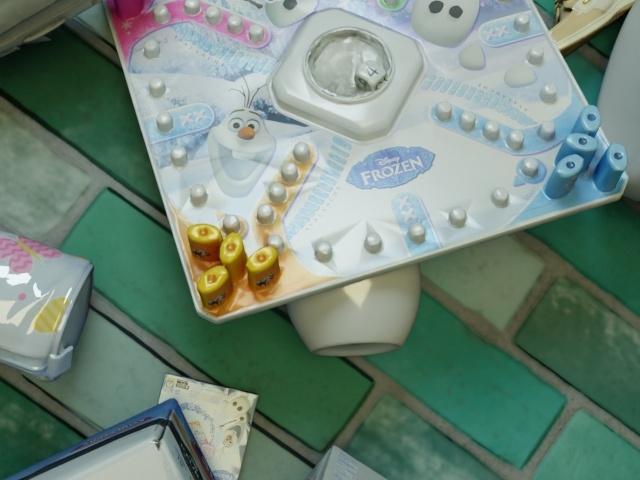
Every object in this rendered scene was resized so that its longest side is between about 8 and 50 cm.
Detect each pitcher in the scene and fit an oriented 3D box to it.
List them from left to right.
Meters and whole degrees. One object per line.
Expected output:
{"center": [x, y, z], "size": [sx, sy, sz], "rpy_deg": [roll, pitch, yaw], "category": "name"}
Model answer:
{"center": [0.000, 0.000, 0.874], "size": [0.178, 0.125, 0.207], "rpy_deg": [-3, 75, -3], "category": "pitcher"}

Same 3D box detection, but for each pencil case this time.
{"center": [-0.335, 0.033, 0.820], "size": [0.273, 0.124, 0.113], "rpy_deg": [18, 117, -7], "category": "pencil case"}

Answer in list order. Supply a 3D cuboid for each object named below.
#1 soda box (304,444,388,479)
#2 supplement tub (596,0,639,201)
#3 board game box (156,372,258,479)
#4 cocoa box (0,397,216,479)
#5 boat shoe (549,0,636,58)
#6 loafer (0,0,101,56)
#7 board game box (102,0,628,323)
{"center": [0.096, 0.312, 0.850], "size": [0.286, 0.091, 0.098], "rpy_deg": [33, 114, -3], "category": "soda box"}
{"center": [0.453, -0.117, 0.879], "size": [0.331, 0.241, 0.241], "rpy_deg": [15, 83, -6], "category": "supplement tub"}
{"center": [-0.112, 0.177, 0.888], "size": [0.090, 0.020, 0.090], "rpy_deg": [14, 83, -6], "category": "board game box"}
{"center": [-0.227, 0.309, 0.747], "size": [0.347, 0.228, 0.231], "rpy_deg": [-25, 90, -6], "category": "cocoa box"}
{"center": [0.266, -0.235, 0.960], "size": [0.170, 0.063, 0.059], "rpy_deg": [-36, 87, -19], "category": "boat shoe"}
{"center": [-0.284, -0.205, 0.837], "size": [0.320, 0.111, 0.112], "rpy_deg": [-24, 64, 18], "category": "loafer"}
{"center": [0.025, -0.160, 0.857], "size": [0.390, 0.050, 0.390], "rpy_deg": [-17, 66, -8], "category": "board game box"}
